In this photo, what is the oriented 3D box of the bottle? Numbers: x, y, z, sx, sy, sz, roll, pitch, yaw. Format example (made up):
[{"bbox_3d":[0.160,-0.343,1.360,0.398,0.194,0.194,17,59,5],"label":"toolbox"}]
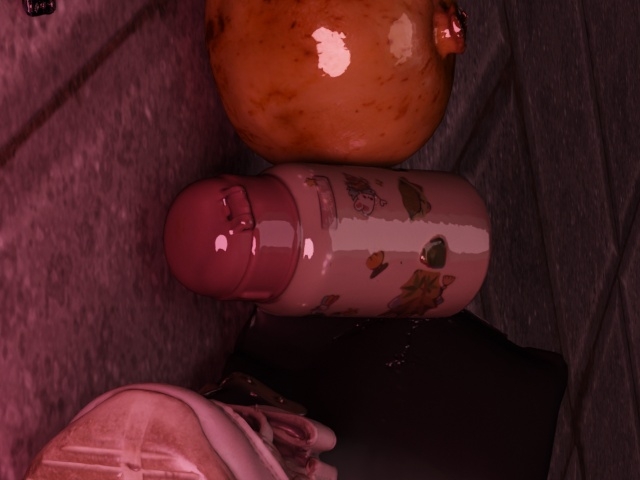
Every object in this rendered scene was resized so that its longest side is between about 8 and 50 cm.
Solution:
[{"bbox_3d":[0.000,0.000,1.482,0.253,0.120,0.120,2,83,-36],"label":"bottle"}]

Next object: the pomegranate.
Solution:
[{"bbox_3d":[0.019,-0.159,1.551,0.215,0.215,0.215,-3,90,-71],"label":"pomegranate"}]

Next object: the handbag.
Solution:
[{"bbox_3d":[0.036,0.144,1.554,0.288,0.152,0.342,39,35,-11],"label":"handbag"}]

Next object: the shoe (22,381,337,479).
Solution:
[{"bbox_3d":[-0.072,0.183,1.272,0.351,0.172,0.198,83,25,-47],"label":"shoe"}]

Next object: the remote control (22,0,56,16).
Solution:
[{"bbox_3d":[-0.185,-0.190,1.259,0.039,0.014,0.096,-33,119,-68],"label":"remote control"}]
